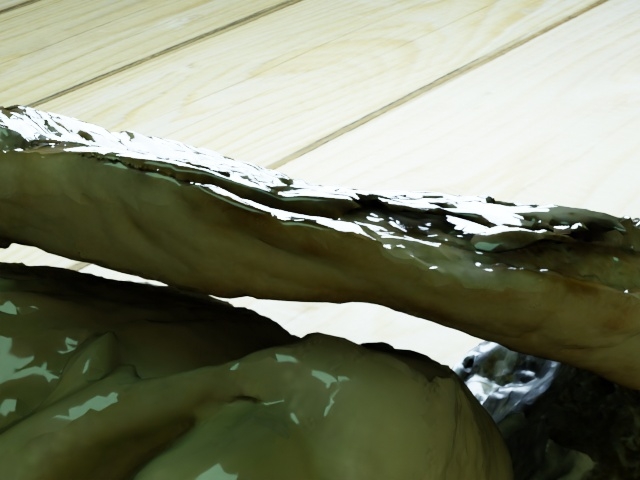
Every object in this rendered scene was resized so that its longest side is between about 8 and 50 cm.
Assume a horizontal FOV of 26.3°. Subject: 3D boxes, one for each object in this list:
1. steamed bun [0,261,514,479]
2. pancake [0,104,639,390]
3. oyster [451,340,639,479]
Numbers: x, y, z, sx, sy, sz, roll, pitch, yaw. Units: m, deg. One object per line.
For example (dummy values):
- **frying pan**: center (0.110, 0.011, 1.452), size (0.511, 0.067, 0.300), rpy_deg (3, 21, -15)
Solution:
- **steamed bun**: center (-0.092, 0.126, 0.608), size (0.372, 0.230, 0.325), rpy_deg (8, -1, 41)
- **pancake**: center (0.000, -0.001, 0.618), size (0.382, 0.071, 0.382), rpy_deg (11, 1, 0)
- **oyster**: center (0.155, 0.119, 0.688), size (0.162, 0.158, 0.351), rpy_deg (-43, 22, 26)
